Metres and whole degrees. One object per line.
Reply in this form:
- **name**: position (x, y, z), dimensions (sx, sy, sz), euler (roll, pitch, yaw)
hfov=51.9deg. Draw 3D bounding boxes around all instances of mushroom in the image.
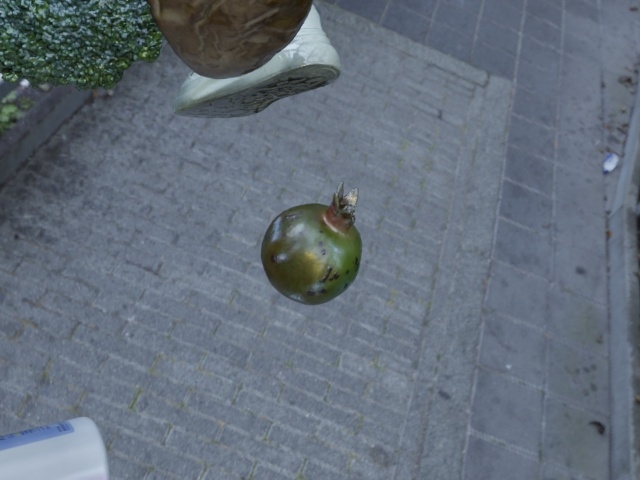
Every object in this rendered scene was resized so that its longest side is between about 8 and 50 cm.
- **mushroom**: position (-0.069, -0.267, 0.607), dimensions (0.151, 0.286, 0.156), euler (18, 48, 20)

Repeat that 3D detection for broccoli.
- **broccoli**: position (-0.444, -0.424, 1.157), dimensions (0.375, 0.249, 0.302), euler (-6, 43, -8)

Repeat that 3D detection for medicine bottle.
- **medicine bottle**: position (-0.326, 0.256, 0.688), dimensions (0.186, 0.103, 0.103), euler (-6, 55, -37)

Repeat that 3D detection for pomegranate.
- **pomegranate**: position (0.011, 0.016, 1.734), dimensions (0.291, 0.323, 0.291), euler (50, 18, -23)

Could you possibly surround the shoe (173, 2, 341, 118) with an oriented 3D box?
- **shoe**: position (-0.104, -0.265, 0.903), dimensions (0.124, 0.316, 0.159), euler (-8, 94, -46)
